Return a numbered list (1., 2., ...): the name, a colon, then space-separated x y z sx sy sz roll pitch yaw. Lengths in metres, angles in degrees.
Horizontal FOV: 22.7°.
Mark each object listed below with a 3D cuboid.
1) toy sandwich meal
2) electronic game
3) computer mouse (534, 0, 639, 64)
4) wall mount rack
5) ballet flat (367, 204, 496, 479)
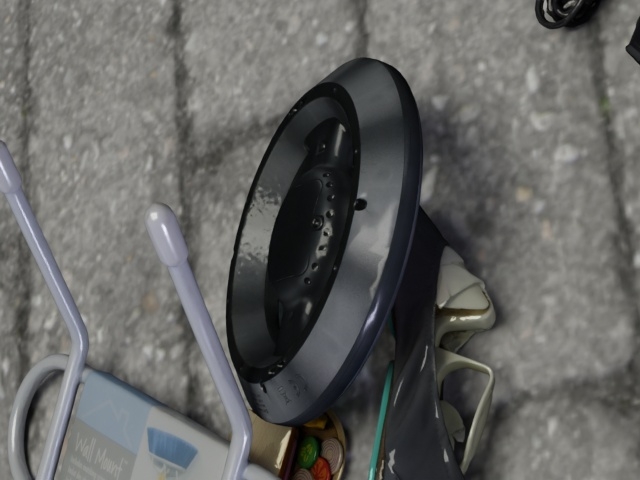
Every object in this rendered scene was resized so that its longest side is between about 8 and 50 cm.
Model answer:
1. toy sandwich meal: -0.022 0.133 0.997 0.086 0.029 0.085 -15 66 35
2. electronic game: 0.000 0.000 0.968 0.229 0.048 0.229 -48 34 47
3. computer mouse: 0.241 -0.148 0.865 0.184 0.060 0.262 -58 37 13
4. wall mount rack: -0.143 0.110 1.006 0.350 0.130 0.304 20 98 48
5. ballet flat: 0.068 0.064 0.930 0.074 0.074 0.203 -15 60 35
